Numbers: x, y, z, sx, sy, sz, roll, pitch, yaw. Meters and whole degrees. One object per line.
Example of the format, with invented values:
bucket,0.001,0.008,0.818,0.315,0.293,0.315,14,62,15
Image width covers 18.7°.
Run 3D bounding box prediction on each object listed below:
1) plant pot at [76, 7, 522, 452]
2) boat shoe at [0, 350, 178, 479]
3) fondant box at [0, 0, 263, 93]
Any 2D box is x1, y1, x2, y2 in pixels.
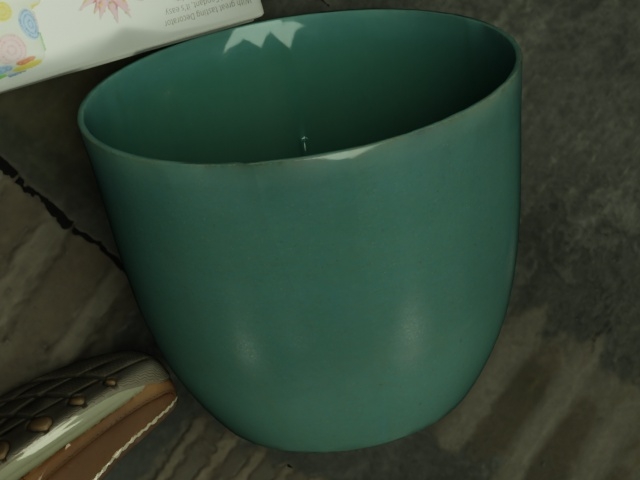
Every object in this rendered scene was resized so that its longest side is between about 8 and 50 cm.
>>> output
plant pot,0.000,0.000,1.315,0.293,0.293,0.235,-16,115,-19
boat shoe,-0.225,0.199,1.328,0.324,0.123,0.116,-37,110,-6
fondant box,-0.200,-0.277,1.311,0.238,0.096,0.330,-18,99,-19
